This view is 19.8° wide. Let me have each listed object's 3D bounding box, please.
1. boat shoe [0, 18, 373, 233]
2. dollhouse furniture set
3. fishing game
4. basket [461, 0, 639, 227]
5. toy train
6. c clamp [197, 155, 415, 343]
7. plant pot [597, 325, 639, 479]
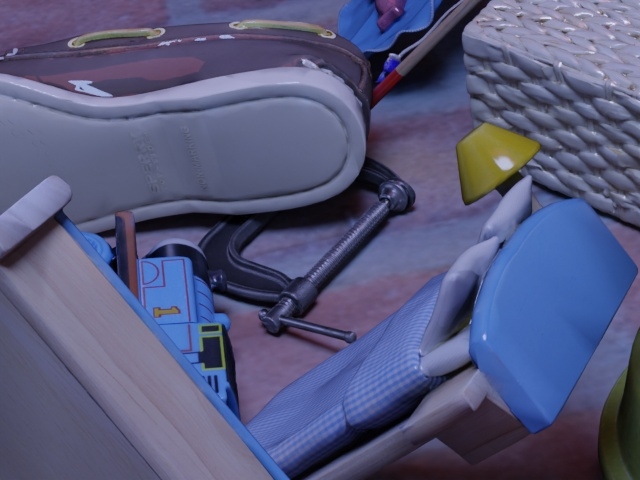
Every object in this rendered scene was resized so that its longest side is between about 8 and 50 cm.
[{"bbox_3d":[-0.128,-0.075,1.115,0.324,0.117,0.097,-4,35,11],"label":"boat shoe"},{"bbox_3d":[-0.059,0.057,0.796,0.286,0.198,0.303,-35,7,37],"label":"dollhouse furniture set"},{"bbox_3d":[0.064,-0.195,1.201,0.189,0.041,0.264,-42,23,27],"label":"fishing game"},{"bbox_3d":[0.175,-0.089,1.074,0.167,0.113,0.103,26,52,37],"label":"basket"},{"bbox_3d":[-0.099,0.058,0.980,0.105,0.080,0.184,-2,36,-6],"label":"toy train"},{"bbox_3d":[0.000,0.000,1.077,0.137,0.022,0.161,11,44,31],"label":"c clamp"},{"bbox_3d":[0.258,-0.011,0.813,0.276,0.254,0.276,-5,28,3],"label":"plant pot"}]
